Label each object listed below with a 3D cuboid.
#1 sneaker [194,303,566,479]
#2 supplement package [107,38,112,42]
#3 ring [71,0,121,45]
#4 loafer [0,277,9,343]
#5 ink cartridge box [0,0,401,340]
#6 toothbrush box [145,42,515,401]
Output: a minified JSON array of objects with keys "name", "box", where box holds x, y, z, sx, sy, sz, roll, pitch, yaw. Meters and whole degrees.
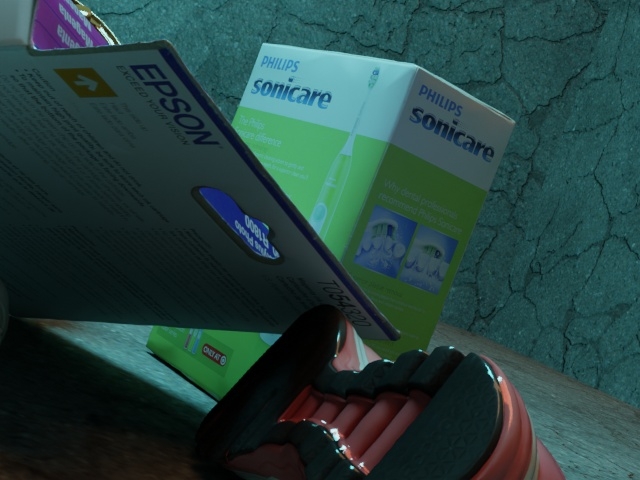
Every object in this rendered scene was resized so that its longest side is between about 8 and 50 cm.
[{"name":"sneaker","box":[0.032,0.128,0.556,0.136,0.116,0.314,49,-13,-17]},{"name":"supplement package","box":[-0.299,-0.097,1.035,0.139,0.244,0.134,20,0,-1]},{"name":"ring","box":[-0.321,-0.154,0.864,0.336,0.032,0.337,11,43,-11]},{"name":"loafer","box":[-0.242,0.020,0.367,0.319,0.112,0.111,21,36,-53]},{"name":"ink cartridge box","box":[-0.146,-0.035,0.631,0.330,0.072,0.324,0,-27,24]},{"name":"toothbrush box","box":[0.000,0.000,0.836,0.122,0.283,0.206,20,0,-38]}]
